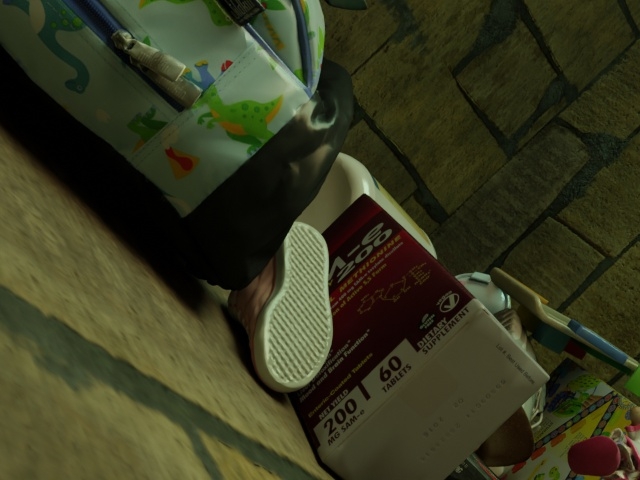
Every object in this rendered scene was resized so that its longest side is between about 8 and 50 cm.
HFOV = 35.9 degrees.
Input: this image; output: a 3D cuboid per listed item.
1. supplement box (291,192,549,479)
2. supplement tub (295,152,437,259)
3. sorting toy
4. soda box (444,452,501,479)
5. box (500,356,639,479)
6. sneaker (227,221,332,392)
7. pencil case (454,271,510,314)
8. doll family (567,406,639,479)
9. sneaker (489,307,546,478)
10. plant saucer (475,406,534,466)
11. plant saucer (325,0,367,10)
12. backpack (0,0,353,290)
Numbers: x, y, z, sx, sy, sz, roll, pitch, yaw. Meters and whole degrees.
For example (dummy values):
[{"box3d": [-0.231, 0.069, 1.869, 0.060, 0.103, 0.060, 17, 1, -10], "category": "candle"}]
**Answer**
[{"box3d": [0.039, 0.064, 0.668, 0.073, 0.130, 0.239, 44, 3, -22], "category": "supplement box"}, {"box3d": [0.031, 0.017, 1.000, 0.199, 0.144, 0.144, 43, 4, -45], "category": "supplement tub"}, {"box3d": [0.305, 0.118, 1.234, 0.196, 0.047, 0.348, 33, 5, -13], "category": "sorting toy"}, {"box3d": [0.103, 0.184, 0.682, 0.169, 0.053, 0.060, 46, 4, -5], "category": "soda box"}, {"box3d": [0.375, 0.327, 1.145, 0.290, 0.177, 0.279, 43, 1, -15], "category": "box"}, {"box3d": [-0.030, 0.055, 0.648, 0.051, 0.070, 0.134, 29, 40, -22], "category": "sneaker"}, {"box3d": [0.237, 0.164, 1.462, 0.113, 0.124, 0.273, 31, -22, 33], "category": "pencil case"}, {"box3d": [0.220, 0.247, 0.638, 0.163, 0.118, 0.263, 20, 42, -47], "category": "doll family"}, {"box3d": [0.217, 0.183, 1.110, 0.115, 0.105, 0.281, 53, 29, -12], "category": "sneaker"}, {"box3d": [0.107, 0.141, 0.911, 0.198, 0.036, 0.198, 40, -25, 23], "category": "plant saucer"}, {"box3d": [-0.010, -0.202, 0.669, 0.119, 0.021, 0.119, 55, 5, -7], "category": "plant saucer"}, {"box3d": [-0.137, -0.177, 0.656, 0.355, 0.273, 0.290, 33, 13, -12], "category": "backpack"}]
